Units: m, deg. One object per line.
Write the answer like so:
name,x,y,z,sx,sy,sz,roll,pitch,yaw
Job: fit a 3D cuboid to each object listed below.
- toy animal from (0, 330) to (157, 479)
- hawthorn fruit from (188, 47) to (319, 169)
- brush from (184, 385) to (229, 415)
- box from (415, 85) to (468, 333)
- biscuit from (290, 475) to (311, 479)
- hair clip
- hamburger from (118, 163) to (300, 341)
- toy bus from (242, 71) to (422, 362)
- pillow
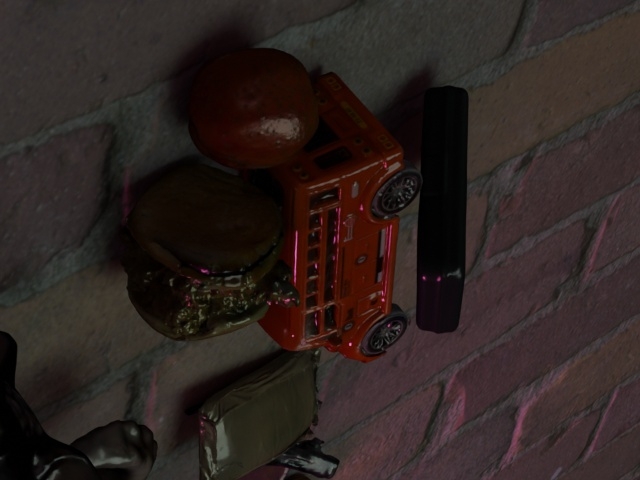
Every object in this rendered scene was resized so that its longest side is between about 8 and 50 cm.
toy animal,-0.295,0.214,1.487,0.303,0.194,0.344,-36,152,-14
hawthorn fruit,-0.063,-0.116,1.497,0.128,0.128,0.128,-35,148,-26
brush,-0.120,0.179,1.870,0.083,0.008,0.024,-20,138,-43
box,0.128,-0.031,1.775,0.160,0.050,0.230,86,7,-63
biscuit,-0.070,0.358,2.133,0.184,0.027,0.133,-36,148,-27
hair clip,-0.058,0.262,2.021,0.187,0.056,0.146,7,116,-44
hamburger,-0.096,0.021,1.550,0.159,0.185,0.131,-44,152,-44
toy bus,0.000,0.000,1.700,0.153,0.143,0.329,-25,145,-22
pillow,-0.067,0.198,1.893,0.208,0.053,0.119,-27,119,-48
